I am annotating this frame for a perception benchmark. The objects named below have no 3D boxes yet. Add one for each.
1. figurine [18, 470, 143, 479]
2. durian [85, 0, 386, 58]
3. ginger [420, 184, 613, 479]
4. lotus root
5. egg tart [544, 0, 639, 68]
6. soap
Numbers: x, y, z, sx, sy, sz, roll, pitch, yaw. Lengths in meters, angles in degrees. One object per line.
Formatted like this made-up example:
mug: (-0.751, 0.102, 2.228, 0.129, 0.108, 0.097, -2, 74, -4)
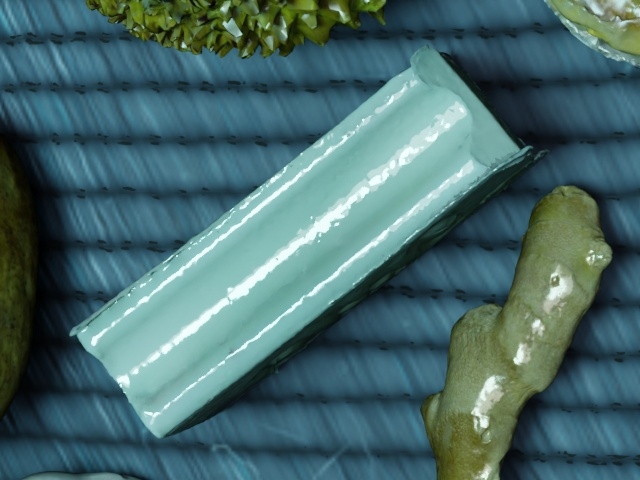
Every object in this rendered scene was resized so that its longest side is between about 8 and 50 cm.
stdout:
figurine: (-0.118, 0.236, 1.048, 0.421, 0.154, 0.193, 24, 55, 22)
durian: (-0.053, -0.234, 0.995, 0.258, 0.258, 0.293, -34, 75, 10)
ginger: (0.089, 0.102, 1.048, 0.089, 0.075, 0.288, 31, 99, 42)
lotus root: (-0.238, 0.009, 1.075, 0.145, 0.128, 0.260, -1, 69, -1)
egg tart: (0.215, -0.204, 1.004, 0.234, 0.094, 0.234, 0, 92, 9)
soap: (0.000, 0.000, 1.023, 0.261, 0.150, 0.094, -37, 89, 10)
